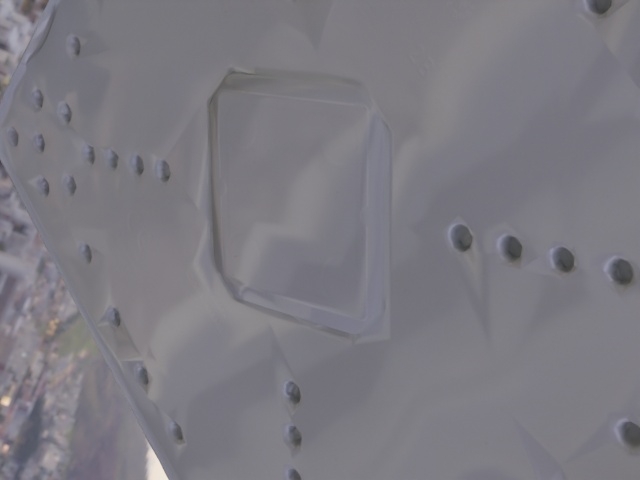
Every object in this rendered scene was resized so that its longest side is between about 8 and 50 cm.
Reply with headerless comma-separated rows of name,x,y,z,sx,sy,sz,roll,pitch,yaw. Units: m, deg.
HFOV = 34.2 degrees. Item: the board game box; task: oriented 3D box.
board game box,0.002,-0.022,0.491,0.050,0.390,0.390,-15,156,-45
